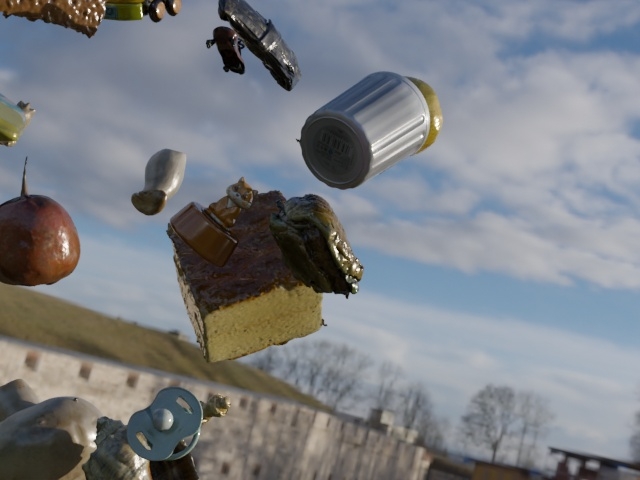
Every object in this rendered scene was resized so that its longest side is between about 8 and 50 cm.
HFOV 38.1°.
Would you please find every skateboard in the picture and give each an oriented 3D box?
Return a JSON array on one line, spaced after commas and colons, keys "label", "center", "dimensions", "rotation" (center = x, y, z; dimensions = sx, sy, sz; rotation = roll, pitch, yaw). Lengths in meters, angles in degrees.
[{"label": "skateboard", "center": [-0.202, -0.432, 2.082], "dimensions": [0.067, 0.080, 0.151], "rotation": [3, -21, 12]}]

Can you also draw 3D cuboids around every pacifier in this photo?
[{"label": "pacifier", "center": [-0.285, 0.341, 1.708], "dimensions": [0.126, 0.150, 0.116], "rotation": [54, -13, 9]}]

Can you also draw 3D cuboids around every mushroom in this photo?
[{"label": "mushroom", "center": [-0.627, 0.447, 2.055], "dimensions": [0.290, 0.292, 0.292], "rotation": [39, 7, 41]}, {"label": "mushroom", "center": [-0.382, -0.146, 2.214], "dimensions": [0.097, 0.212, 0.088], "rotation": [20, -42, -2]}]

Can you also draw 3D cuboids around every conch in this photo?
[{"label": "conch", "center": [-0.380, 0.491, 1.910], "dimensions": [0.159, 0.291, 0.210], "rotation": [-26, -5, 26]}]

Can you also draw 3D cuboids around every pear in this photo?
[{"label": "pear", "center": [0.156, -0.246, 1.873], "dimensions": [0.178, 0.178, 0.178], "rotation": [14, -11, 3]}]

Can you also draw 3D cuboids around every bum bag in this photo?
[{"label": "bum bag", "center": [-0.117, -0.400, 1.828], "dimensions": [0.069, 0.102, 0.248], "rotation": [-10, -39, 34]}]

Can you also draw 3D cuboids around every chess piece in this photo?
[{"label": "chess piece", "center": [-0.251, 0.355, 1.900], "dimensions": [0.172, 0.060, 0.060], "rotation": [-26, -33, 29]}]

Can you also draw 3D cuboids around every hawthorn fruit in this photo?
[{"label": "hawthorn fruit", "center": [-0.456, -0.007, 1.433], "dimensions": [0.149, 0.149, 0.189], "rotation": [9, -42, 26]}]

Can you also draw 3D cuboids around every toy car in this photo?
[{"label": "toy car", "center": [-0.473, -0.645, 2.376], "dimensions": [0.201, 0.142, 0.248], "rotation": [9, 27, 18]}]

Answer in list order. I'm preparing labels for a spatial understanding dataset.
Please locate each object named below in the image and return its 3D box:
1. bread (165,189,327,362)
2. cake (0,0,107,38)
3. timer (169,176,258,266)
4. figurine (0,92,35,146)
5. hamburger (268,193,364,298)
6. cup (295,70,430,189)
[{"label": "bread", "center": [-0.159, 0.075, 1.943], "dimensions": [0.279, 0.279, 0.207], "rotation": [-19, -40, -15]}, {"label": "cake", "center": [-0.618, -0.613, 2.025], "dimensions": [0.256, 0.282, 0.290], "rotation": [13, 12, -45]}, {"label": "timer", "center": [-0.179, -0.048, 1.699], "dimensions": [0.132, 0.152, 0.132], "rotation": [42, 5, -5]}, {"label": "figurine", "center": [-0.767, -0.152, 1.810], "dimensions": [0.266, 0.377, 0.361], "rotation": [39, 5, -4]}, {"label": "hamburger", "center": [0.000, 0.000, 1.673], "dimensions": [0.183, 0.130, 0.206], "rotation": [59, -15, -27]}, {"label": "cup", "center": [0.068, -0.172, 1.653], "dimensions": [0.167, 0.202, 0.221], "rotation": [34, -51, 17]}]
